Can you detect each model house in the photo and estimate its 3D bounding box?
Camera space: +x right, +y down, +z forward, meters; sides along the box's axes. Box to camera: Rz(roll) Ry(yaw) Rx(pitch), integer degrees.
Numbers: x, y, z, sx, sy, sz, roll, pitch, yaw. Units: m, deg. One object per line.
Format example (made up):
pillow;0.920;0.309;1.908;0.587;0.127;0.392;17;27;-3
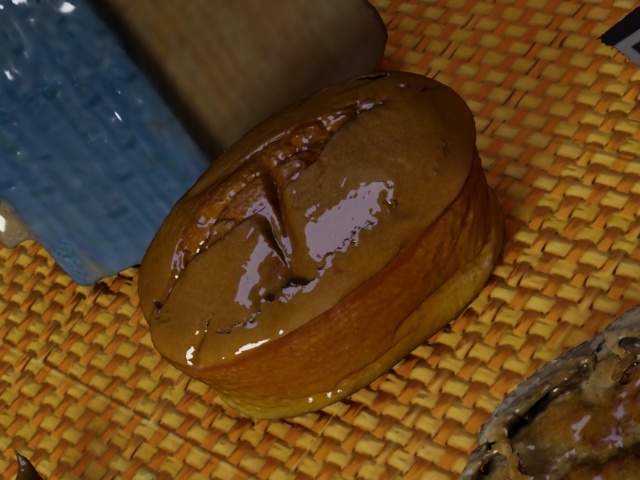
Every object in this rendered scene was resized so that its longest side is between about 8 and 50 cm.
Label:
model house;-0.217;-0.195;1.360;0.342;0.334;0.382;-44;30;-11

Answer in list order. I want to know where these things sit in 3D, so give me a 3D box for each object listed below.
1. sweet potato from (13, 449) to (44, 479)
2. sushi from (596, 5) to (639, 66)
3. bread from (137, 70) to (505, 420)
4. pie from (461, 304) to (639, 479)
sweet potato;-0.188;0.254;1.092;0.067;0.067;0.274;-28;43;11
sushi;0.330;-0.146;1.115;0.215;0.050;0.192;-37;42;-8
bread;0.000;0.000;1.146;0.269;0.143;0.195;-35;39;-1
pie;0.197;0.136;0.936;0.274;0.055;0.274;-24;41;23
